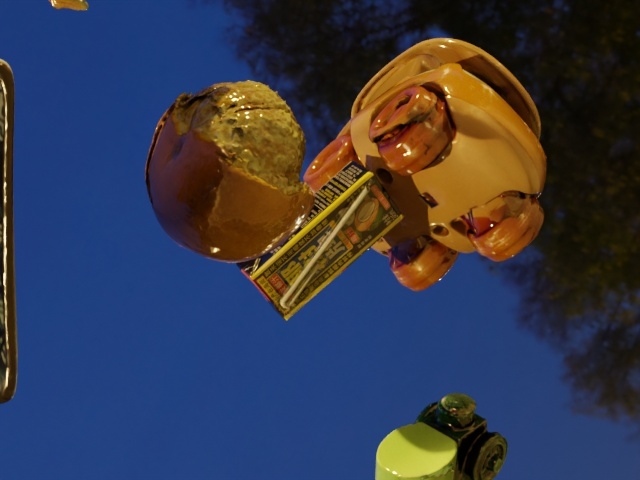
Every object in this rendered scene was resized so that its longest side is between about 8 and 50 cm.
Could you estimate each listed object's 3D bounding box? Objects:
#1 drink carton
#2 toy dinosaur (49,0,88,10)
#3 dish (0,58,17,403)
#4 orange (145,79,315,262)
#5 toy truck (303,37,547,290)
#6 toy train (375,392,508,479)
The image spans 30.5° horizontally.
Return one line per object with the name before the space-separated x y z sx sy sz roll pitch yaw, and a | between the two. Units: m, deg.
drink carton | 0.000 0.000 1.211 0.166 0.056 0.071 -42 -60 -7
toy dinosaur | -0.315 -0.288 1.073 0.142 0.212 0.057 100 -177 -49
dish | -0.295 -0.014 0.810 0.080 0.182 0.243 -103 16 -76
orange | -0.071 -0.057 0.974 0.134 0.157 0.156 25 -90 -46
toy truck | 0.122 -0.085 1.300 0.204 0.288 0.211 43 -130 -15
toy train | 0.105 0.276 1.169 0.157 0.105 0.253 -27 -49 -40
